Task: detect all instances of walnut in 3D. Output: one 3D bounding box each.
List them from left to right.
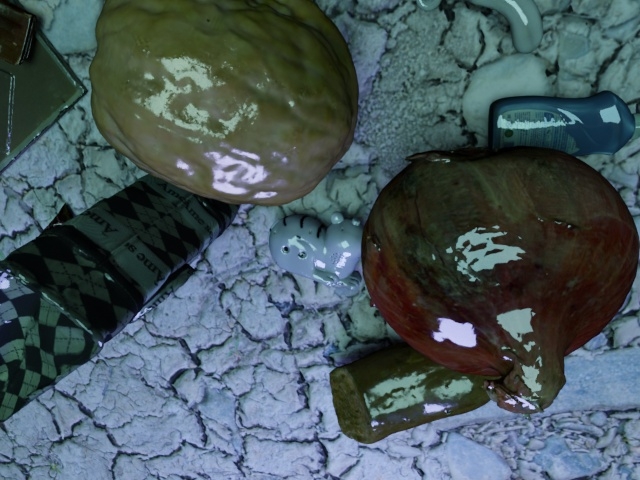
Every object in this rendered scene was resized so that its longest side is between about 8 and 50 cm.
[{"bbox_3d":[-0.109,-0.191,0.634,0.344,0.306,0.306,21,117,-22],"label":"walnut"}]

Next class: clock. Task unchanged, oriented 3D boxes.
[{"bbox_3d":[0.000,0.000,0.806,0.176,0.080,0.117,20,115,3],"label":"clock"}]

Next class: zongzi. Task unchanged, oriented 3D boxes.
[{"bbox_3d":[-0.482,-0.017,0.920,0.073,0.067,0.083,38,97,3],"label":"zongzi"}]

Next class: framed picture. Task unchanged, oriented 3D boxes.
[{"bbox_3d":[-0.568,-0.268,0.855,0.281,0.019,0.209,-29,103,21],"label":"framed picture"}]

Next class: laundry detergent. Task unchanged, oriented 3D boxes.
[{"bbox_3d":[0.346,-0.158,0.679,0.206,0.061,0.096,0,109,12],"label":"laundry detergent"}]

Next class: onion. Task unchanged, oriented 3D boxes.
[{"bbox_3d":[0.221,0.029,0.659,0.354,0.353,0.353,4,112,11],"label":"onion"}]

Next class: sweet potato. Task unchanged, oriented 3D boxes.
[{"bbox_3d":[0.182,0.242,0.835,0.370,0.158,0.157,-20,106,12],"label":"sweet potato"}]

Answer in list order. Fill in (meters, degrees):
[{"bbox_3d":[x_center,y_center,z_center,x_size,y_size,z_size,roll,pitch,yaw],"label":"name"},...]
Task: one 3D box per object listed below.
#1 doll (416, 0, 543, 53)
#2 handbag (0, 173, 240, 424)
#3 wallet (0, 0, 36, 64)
[{"bbox_3d":[0.209,-0.376,0.568,0.243,0.159,0.311,-37,103,21],"label":"doll"},{"bbox_3d":[-0.324,0.065,0.718,0.180,0.416,0.317,44,115,-8],"label":"handbag"},{"bbox_3d":[-0.554,-0.364,0.788,0.176,0.026,0.095,27,107,-2],"label":"wallet"}]
